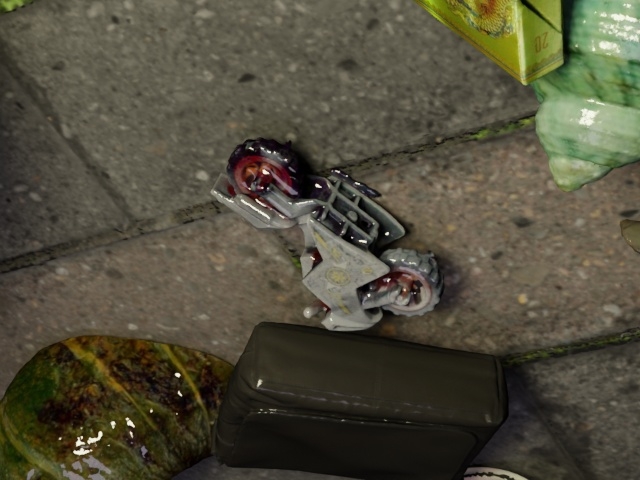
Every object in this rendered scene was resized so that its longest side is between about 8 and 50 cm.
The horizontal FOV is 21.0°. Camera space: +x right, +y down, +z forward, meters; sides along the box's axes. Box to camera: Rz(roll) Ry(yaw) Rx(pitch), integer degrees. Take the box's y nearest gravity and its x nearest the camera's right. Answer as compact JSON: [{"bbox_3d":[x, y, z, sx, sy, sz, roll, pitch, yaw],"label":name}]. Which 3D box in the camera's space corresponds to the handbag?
[{"bbox_3d":[0.033,0.154,1.560,0.247,0.080,0.223,9,153,-8],"label":"handbag"}]

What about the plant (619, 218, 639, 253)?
[{"bbox_3d":[0.334,-0.009,1.284,0.203,0.131,0.142,-20,126,23],"label":"plant"}]

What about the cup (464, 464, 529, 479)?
[{"bbox_3d":[0.180,0.392,1.684,0.253,0.253,0.274,-14,135,30],"label":"cup"}]

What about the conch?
[{"bbox_3d":[0.218,-0.126,1.207,0.176,0.122,0.188,30,134,9],"label":"conch"}]

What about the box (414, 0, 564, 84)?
[{"bbox_3d":[0.085,-0.265,1.101,0.173,0.043,0.311,44,154,40],"label":"box"}]

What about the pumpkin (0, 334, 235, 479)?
[{"bbox_3d":[-0.194,0.182,1.638,0.278,0.163,0.111,9,137,9],"label":"pumpkin"}]

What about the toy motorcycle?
[{"bbox_3d":[0.000,0.000,1.453,0.215,0.080,0.122,38,132,-12],"label":"toy motorcycle"}]
